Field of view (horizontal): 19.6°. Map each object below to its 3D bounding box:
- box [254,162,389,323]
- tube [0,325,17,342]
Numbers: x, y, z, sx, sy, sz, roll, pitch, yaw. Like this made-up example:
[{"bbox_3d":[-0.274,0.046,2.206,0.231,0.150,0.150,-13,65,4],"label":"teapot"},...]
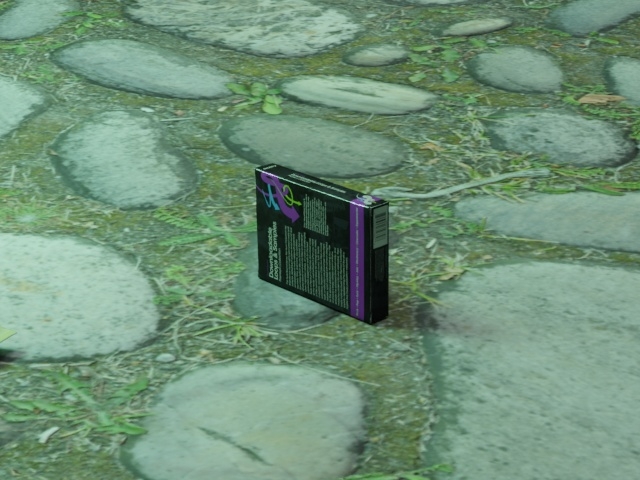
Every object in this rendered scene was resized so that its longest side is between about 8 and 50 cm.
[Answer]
[{"bbox_3d":[0.000,0.000,1.755,0.029,0.116,0.162,-20,29,-40],"label":"box"},{"bbox_3d":[-0.400,0.070,1.700,0.240,0.062,0.070,16,68,26],"label":"tube"}]
